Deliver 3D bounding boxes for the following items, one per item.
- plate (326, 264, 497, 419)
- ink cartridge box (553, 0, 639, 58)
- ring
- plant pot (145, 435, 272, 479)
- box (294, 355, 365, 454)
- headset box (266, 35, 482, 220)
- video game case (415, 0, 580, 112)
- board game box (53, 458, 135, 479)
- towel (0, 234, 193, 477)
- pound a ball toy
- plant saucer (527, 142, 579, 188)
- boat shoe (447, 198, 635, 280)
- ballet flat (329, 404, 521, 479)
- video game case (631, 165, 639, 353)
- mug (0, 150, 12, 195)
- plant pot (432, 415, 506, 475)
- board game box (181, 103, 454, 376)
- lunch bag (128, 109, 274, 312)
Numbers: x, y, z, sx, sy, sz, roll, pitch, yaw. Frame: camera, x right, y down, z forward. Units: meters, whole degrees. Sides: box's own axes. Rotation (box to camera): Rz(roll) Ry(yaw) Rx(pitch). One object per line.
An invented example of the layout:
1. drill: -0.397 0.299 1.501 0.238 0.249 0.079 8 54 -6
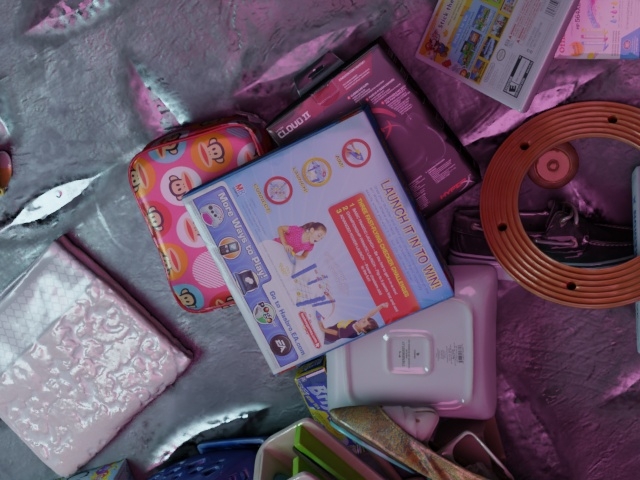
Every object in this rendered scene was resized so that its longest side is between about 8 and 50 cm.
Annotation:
1. plate: 0.141 0.172 1.813 0.278 0.045 0.277 0 112 7
2. ink cartridge box: 0.395 -0.317 1.694 0.143 0.090 0.092 0 106 5
3. ring: 0.407 -0.055 1.711 0.337 0.032 0.336 -5 66 11
4. plant pot: -0.146 0.452 1.883 0.236 0.212 0.236 -17 107 50
5. box: 0.018 0.284 1.927 0.059 0.054 0.168 -23 102 11
6. headset box: 0.075 -0.154 1.762 0.218 0.110 0.293 -37 100 14
7. video game case: 0.265 -0.332 1.682 0.206 0.026 0.227 34 110 30
8. board game box: -0.455 0.506 1.992 0.275 0.144 0.142 -17 104 10
9. towel: -0.436 0.202 1.949 0.332 0.053 0.317 -43 99 16
10. pound a ball toy: 0.035 0.412 1.848 0.136 0.208 0.319 -34 119 24
11. plant saucer: 0.364 -0.119 1.794 0.083 0.015 0.083 2 106 5
12. boat shoe: 0.364 -0.004 1.773 0.335 0.121 0.119 -2 111 8
13. ballet flat: 0.181 0.331 1.798 0.349 0.123 0.123 34 107 0
14. video game case: 0.631 0.040 1.700 0.329 0.036 0.299 6 65 -1
15. mug: -0.546 -0.109 1.864 0.064 0.062 0.078 4 100 12
16. plant pot: 0.244 0.349 1.903 0.096 0.109 0.109 -11 105 19
17. board game box: 0.000 0.000 1.703 0.302 0.086 0.308 -25 100 11
18. lunch bag: -0.142 -0.047 1.810 0.258 0.120 0.293 -16 104 9
